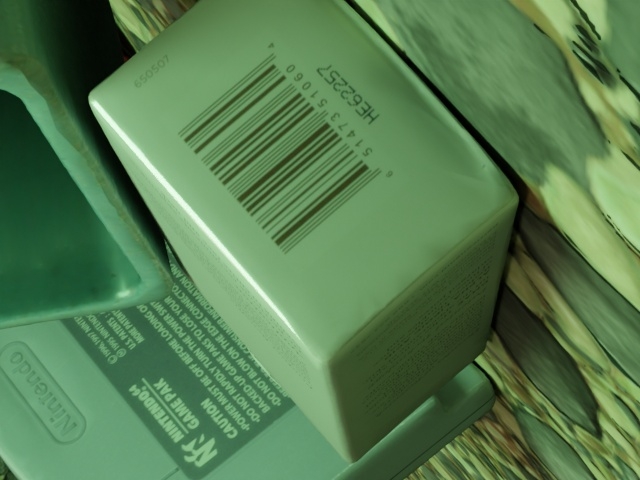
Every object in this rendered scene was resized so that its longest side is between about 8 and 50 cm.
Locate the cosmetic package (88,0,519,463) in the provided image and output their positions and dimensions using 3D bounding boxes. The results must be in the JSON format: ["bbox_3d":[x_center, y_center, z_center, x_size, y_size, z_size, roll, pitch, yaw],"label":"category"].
[{"bbox_3d":[0.000,0.000,0.609,0.117,0.085,0.231,49,174,12],"label":"cosmetic package"}]

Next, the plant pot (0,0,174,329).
[{"bbox_3d":[-0.209,-0.109,0.634,0.248,0.247,0.252,73,-173,-71],"label":"plant pot"}]

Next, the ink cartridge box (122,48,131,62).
[{"bbox_3d":[-0.261,-0.155,1.032,0.197,0.114,0.273,29,-169,-47],"label":"ink cartridge box"}]

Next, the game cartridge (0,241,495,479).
[{"bbox_3d":[-0.079,0.047,0.843,0.297,0.198,0.062,44,171,38],"label":"game cartridge"}]
